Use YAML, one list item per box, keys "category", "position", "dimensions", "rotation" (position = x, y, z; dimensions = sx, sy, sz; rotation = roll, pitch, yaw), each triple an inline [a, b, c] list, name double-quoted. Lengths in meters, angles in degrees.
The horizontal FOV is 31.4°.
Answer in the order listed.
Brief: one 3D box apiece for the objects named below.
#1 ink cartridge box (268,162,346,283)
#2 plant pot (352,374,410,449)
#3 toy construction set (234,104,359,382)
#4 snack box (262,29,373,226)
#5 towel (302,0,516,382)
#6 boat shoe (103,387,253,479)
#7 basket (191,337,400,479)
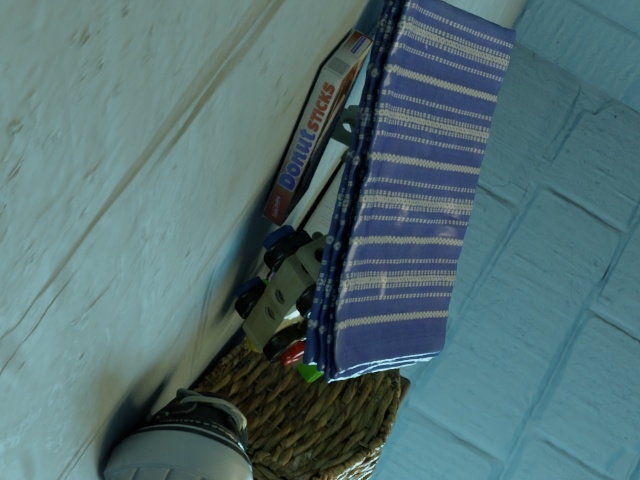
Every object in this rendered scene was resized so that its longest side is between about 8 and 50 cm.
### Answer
- category: "ink cartridge box"
  position: [0.000, 0.000, 1.430]
  dimensions: [0.208, 0.045, 0.206]
  rotation: [-56, 175, -17]
- category: "plant pot"
  position: [-0.023, 0.269, 1.732]
  dimensions: [0.263, 0.229, 0.263]
  rotation: [-58, 176, -7]
- category: "toy construction set"
  position: [0.022, 0.020, 1.138]
  dimensions: [0.215, 0.151, 0.328]
  rotation: [-26, 148, -32]
- category: "snack box"
  position: [-0.005, -0.090, 0.951]
  dimensions: [0.064, 0.022, 0.178]
  rotation: [-57, 175, -44]
- category: "towel"
  position: [0.091, -0.043, 1.025]
  dimensions: [0.243, 0.040, 0.336]
  rotation: [1, 104, -58]
- category: "boat shoe"
  position: [-0.124, 0.189, 1.033]
  dimensions: [0.119, 0.121, 0.335]
  rotation: [-65, -171, -22]
- category: "basket"
  position: [-0.046, 0.249, 1.355]
  dimensions: [0.299, 0.213, 0.223]
  rotation: [-43, 162, -58]
